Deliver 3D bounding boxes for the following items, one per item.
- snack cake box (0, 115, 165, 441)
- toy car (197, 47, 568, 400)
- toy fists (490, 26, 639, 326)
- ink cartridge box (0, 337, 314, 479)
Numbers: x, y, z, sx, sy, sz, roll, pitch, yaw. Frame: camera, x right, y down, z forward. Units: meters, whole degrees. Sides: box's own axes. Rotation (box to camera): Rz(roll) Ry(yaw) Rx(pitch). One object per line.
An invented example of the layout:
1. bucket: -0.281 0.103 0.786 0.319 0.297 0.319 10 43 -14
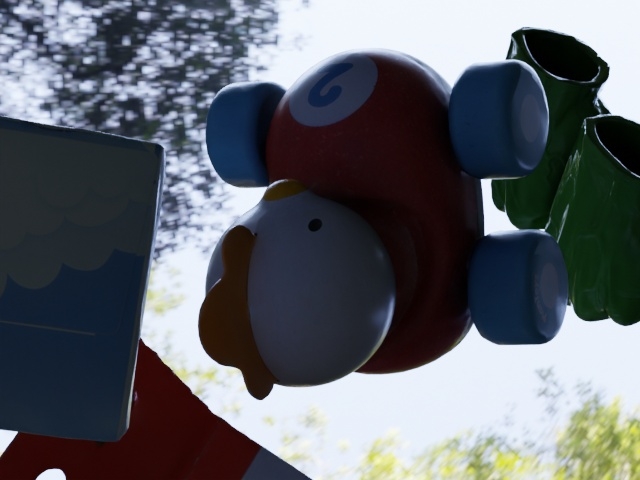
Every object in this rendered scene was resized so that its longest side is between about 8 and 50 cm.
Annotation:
1. snack cake box: -0.188 -0.005 0.477 0.264 0.152 0.089 9 -93 -11
2. toy car: 0.000 0.000 0.934 0.219 0.238 0.210 -1 -77 30
3. toy fists: 0.203 -0.046 1.203 0.096 0.279 0.142 2 -57 -20
4. ink cartridge box: -0.082 0.273 0.951 0.091 0.385 0.308 14 -117 42
